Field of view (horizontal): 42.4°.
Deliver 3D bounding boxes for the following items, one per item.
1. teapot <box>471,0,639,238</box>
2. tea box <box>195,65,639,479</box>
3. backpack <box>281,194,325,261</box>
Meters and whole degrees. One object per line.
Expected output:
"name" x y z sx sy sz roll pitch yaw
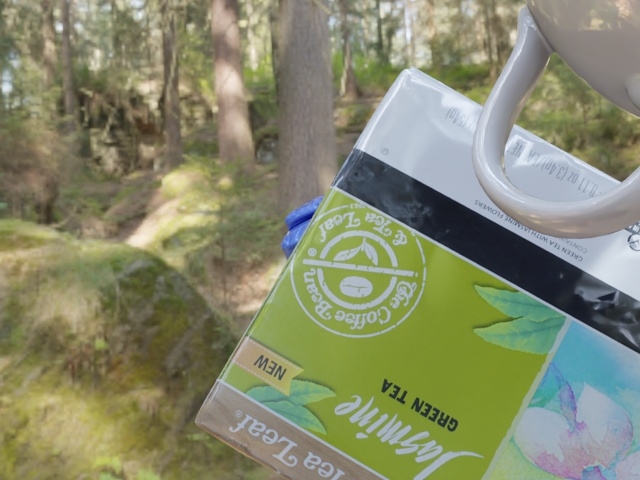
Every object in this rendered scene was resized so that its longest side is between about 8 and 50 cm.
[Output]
"teapot" 0.208 -0.129 0.350 0.253 0.187 0.256 -1 -45 -9
"tea box" 0.128 0.095 0.694 0.329 0.323 0.220 28 -8 6
"backpack" 0.000 0.000 1.045 0.098 0.101 0.120 -30 5 21
